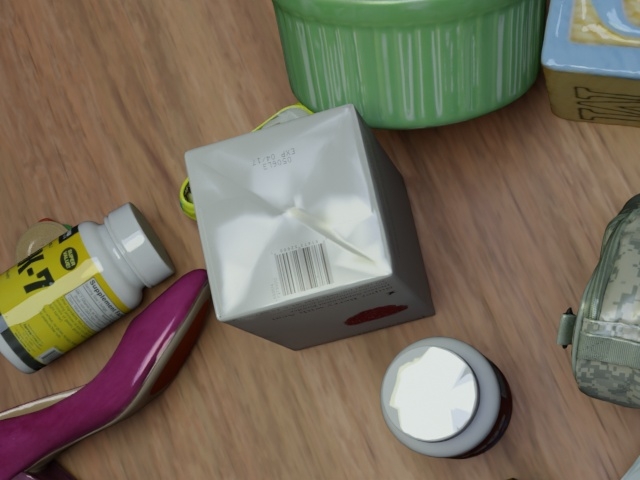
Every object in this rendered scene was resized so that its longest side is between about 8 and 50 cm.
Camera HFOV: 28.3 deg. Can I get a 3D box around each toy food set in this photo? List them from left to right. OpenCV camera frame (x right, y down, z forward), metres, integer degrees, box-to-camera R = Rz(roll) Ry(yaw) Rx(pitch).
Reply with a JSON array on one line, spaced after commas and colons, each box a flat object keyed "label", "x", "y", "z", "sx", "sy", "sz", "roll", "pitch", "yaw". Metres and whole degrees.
[{"label": "toy food set", "x": -0.332, "y": 0.015, "z": 1.537, "sx": 0.083, "sy": 0.020, "sz": 0.082, "roll": -31, "pitch": 74, "yaw": 7}]

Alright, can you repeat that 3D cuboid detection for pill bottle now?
[{"label": "pill bottle", "x": -0.281, "y": 0.052, "z": 1.464, "sx": 0.208, "sy": 0.119, "sz": 0.119, "roll": -33, "pitch": 74, "yaw": 0}, {"label": "pill bottle", "x": 0.128, "y": 0.163, "z": 1.296, "sx": 0.121, "sy": 0.216, "sz": 0.121, "roll": -2, "pitch": 80, "yaw": 14}]

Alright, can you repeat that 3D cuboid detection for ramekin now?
[{"label": "ramekin", "x": 0.095, "y": -0.236, "z": 1.338, "sx": 0.303, "sy": 0.303, "sz": 0.148, "roll": 2, "pitch": 121, "yaw": 14}]

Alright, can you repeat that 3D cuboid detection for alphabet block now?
[{"label": "alphabet block", "x": 0.343, "y": -0.231, "z": 1.325, "sx": 0.193, "sy": 0.197, "sz": 0.192, "roll": 9, "pitch": 82, "yaw": 15}]

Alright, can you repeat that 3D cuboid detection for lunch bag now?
[{"label": "lunch bag", "x": 0.396, "y": 0.087, "z": 1.190, "sx": 0.305, "sy": 0.256, "sz": 0.212, "roll": 12, "pitch": 110, "yaw": 20}]

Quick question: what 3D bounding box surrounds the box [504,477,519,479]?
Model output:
[{"label": "box", "x": 0.202, "y": 0.278, "z": 1.282, "sx": 0.059, "sy": 0.169, "sz": 0.054, "roll": 24, "pitch": 87, "yaw": 16}]

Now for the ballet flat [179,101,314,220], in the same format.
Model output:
[{"label": "ballet flat", "x": -0.067, "y": -0.097, "z": 1.463, "sx": 0.231, "sy": 0.077, "sz": 0.077, "roll": -33, "pitch": 74, "yaw": 6}]

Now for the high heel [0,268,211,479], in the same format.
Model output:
[{"label": "high heel", "x": -0.282, "y": 0.153, "z": 1.441, "sx": 0.181, "sy": 0.127, "sz": 0.377, "roll": 37, "pitch": 93, "yaw": 8}]

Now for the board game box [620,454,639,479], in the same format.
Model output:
[{"label": "board game box", "x": 0.400, "y": 0.404, "z": 1.193, "sx": 0.390, "sy": 0.050, "sz": 0.390, "roll": 35, "pitch": 77, "yaw": 30}]

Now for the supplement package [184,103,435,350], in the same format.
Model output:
[{"label": "supplement package", "x": 0.000, "y": 0.000, "z": 1.316, "sx": 0.178, "sy": 0.293, "sz": 0.175, "roll": -16, "pitch": 77, "yaw": 10}]
